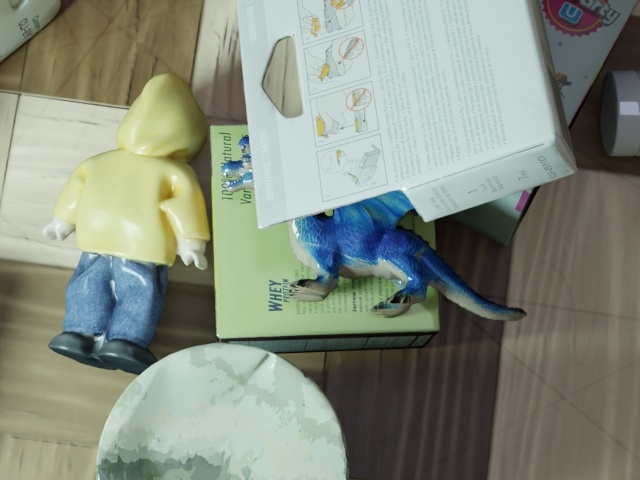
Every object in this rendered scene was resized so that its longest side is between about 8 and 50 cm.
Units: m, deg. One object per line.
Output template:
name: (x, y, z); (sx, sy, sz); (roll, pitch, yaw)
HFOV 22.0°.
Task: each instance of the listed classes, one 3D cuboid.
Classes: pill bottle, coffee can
pill bottle: (0.371, -0.124, 1.593); (0.186, 0.112, 0.112); (-1, 78, -2)
coffee can: (-0.082, 0.205, 1.423); (0.201, 0.275, 0.202); (0, 78, -2)

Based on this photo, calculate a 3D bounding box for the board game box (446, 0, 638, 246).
board game box: (0.215, -0.166, 1.539); (0.097, 0.224, 0.303); (28, 79, 6)

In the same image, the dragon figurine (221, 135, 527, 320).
dragon figurine: (0.050, -0.012, 1.431); (0.289, 0.085, 0.144); (9, 79, 0)

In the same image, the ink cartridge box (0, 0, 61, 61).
ink cartridge box: (-0.438, -0.337, 1.516); (0.160, 0.279, 0.385); (-44, 83, -9)

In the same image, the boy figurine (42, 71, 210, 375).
boy figurine: (-0.181, -0.021, 1.559); (0.177, 0.092, 0.285); (4, 73, 24)

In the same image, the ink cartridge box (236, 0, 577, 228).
ink cartridge box: (0.064, -0.154, 1.418); (0.261, 0.066, 0.296); (-17, 57, 16)

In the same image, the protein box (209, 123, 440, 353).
protein box: (0.000, 0.000, 1.540); (0.201, 0.136, 0.200); (-2, 79, -3)
